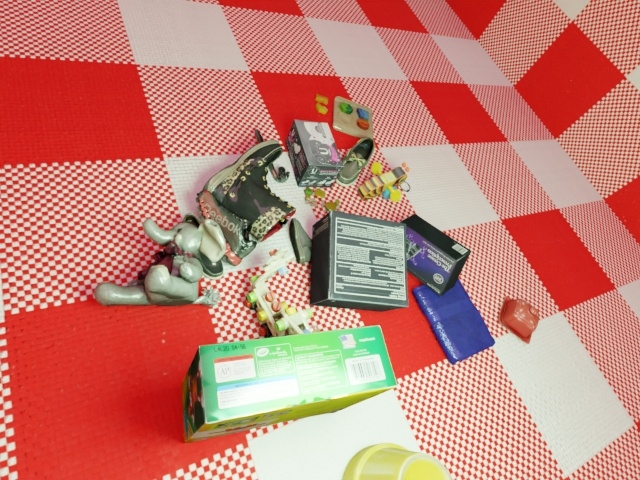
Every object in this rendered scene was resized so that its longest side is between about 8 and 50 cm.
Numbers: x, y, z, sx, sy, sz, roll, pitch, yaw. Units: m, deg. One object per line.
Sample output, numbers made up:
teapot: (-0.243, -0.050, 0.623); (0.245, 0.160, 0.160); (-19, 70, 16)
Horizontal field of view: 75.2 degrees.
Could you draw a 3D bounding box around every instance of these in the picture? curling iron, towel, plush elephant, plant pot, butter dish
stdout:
curling iron: (-0.205, -0.342, 1.687); (0.068, 0.035, 0.274); (-18, 68, -37)
towel: (0.496, 0.292, 1.572); (0.227, 0.076, 0.308); (-14, 65, -26)
plush elephant: (-0.418, 0.049, 1.187); (0.330, 0.271, 0.256); (17, 62, -50)
plant pot: (0.213, 0.657, 1.082); (0.253, 0.239, 0.254); (13, 54, -18)
butter dish: (0.825, 0.304, 1.683); (0.160, 0.118, 0.160); (38, 51, 3)

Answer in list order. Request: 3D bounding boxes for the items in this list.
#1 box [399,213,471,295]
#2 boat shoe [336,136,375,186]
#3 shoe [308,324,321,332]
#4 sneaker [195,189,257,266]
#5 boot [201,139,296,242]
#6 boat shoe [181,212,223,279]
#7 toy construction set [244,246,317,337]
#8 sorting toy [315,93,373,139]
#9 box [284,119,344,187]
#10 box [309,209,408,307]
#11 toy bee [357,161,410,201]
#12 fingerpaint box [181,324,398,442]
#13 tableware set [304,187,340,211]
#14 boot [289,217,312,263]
box: (0.402, 0.051, 1.563); (0.103, 0.184, 0.261); (-27, 51, -33)
boat shoe: (0.154, -0.352, 1.825); (0.109, 0.091, 0.305); (34, 51, 0)
shoe: (0.001, 0.322, 1.318); (0.177, 0.063, 0.081); (19, 58, -7)
sneaker: (-0.303, -0.059, 1.366); (0.135, 0.097, 0.276); (-31, 83, 3)
boot: (-0.204, -0.186, 1.516); (0.284, 0.138, 0.377); (42, 55, 7)
boat shoe: (-0.381, 0.019, 1.336); (0.084, 0.079, 0.233); (-22, 72, -34)
toy construction set: (-0.127, 0.189, 1.251); (0.151, 0.215, 0.328); (-4, 60, -28)
sorting toy: (0.119, -0.614, 2.017); (0.307, 0.041, 0.229); (16, 53, -15)
box: (-0.028, -0.357, 1.711); (0.163, 0.142, 0.247); (-2, 60, -26)
box: (0.128, 0.082, 1.424); (0.296, 0.182, 0.294); (9, 70, -21)
toy bee: (0.300, -0.272, 1.797); (0.195, 0.162, 0.298); (41, 51, 7)
fingerpaint box: (-0.101, 0.361, 1.047); (0.444, 0.371, 0.163); (-1, 61, -25)
tableware set: (0.007, -0.161, 1.675); (0.154, 0.024, 0.104); (13, 51, -16)
boot: (-0.001, 0.000, 1.528); (0.208, 0.076, 0.190); (-8, 76, -21)
